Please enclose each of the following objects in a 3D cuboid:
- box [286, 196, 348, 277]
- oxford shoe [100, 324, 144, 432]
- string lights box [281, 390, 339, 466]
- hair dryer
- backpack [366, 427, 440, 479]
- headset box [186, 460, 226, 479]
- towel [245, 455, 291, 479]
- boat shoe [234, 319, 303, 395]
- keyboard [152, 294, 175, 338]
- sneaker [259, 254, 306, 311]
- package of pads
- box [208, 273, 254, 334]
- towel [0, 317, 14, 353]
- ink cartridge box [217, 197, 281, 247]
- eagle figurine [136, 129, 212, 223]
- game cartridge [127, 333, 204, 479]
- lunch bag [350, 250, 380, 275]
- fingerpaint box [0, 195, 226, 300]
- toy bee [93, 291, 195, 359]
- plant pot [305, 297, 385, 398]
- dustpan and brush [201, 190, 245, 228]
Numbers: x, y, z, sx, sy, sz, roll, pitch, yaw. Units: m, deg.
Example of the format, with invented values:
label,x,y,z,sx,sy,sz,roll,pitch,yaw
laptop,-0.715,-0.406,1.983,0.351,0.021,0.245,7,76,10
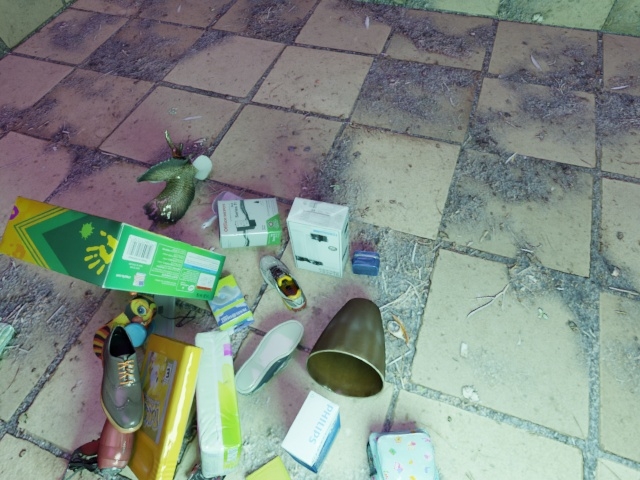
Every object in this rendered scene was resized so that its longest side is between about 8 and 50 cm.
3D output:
label,x,y,z,sx,sy,sz,roll,pitch,yaw
box,0.000,0.000,1.280,0.169,0.290,0.087,12,59,10
oxford shoe,-0.501,0.341,1.028,0.096,0.098,0.271,-5,49,-37
string lights box,-0.013,0.468,0.983,0.076,0.260,0.133,23,60,19
hair dryer,-0.559,0.515,1.028,0.223,0.080,0.294,20,75,38
backpack,0.202,0.558,0.980,0.165,0.144,0.189,-3,59,-4
headset box,-0.295,0.606,1.049,0.083,0.032,0.062,25,61,20
towel,-0.088,0.667,1.002,0.102,0.021,0.237,-26,57,-19
boat shoe,-0.142,0.341,1.188,0.095,0.079,0.254,31,66,20
keyboard,-0.511,0.225,1.335,0.072,0.014,0.256,-12,56,2
sneaker,-0.121,0.122,1.324,0.088,0.093,0.225,-35,60,-18
package of pads,-0.267,0.417,1.046,0.101,0.229,0.297,-3,48,-17
box,-0.295,0.206,1.312,0.109,0.042,0.178,-27,58,-13
towel,-1.169,0.383,1.232,0.374,0.090,0.321,0,56,5
ink cartridge box,-0.252,-0.062,1.432,0.208,0.087,0.153,-5,59,-15
eagle figurine,-0.556,-0.230,1.529,0.225,0.226,0.298,-37,34,22
game cartridge,-0.409,0.412,1.029,0.285,0.052,0.324,-7,67,50
lunch bag,0.147,0.072,1.353,0.098,0.067,0.065,6,56,10
fingerpaint box,-0.556,0.043,1.168,0.370,0.445,0.163,13,82,20
toy bee,-0.558,0.227,1.241,0.298,0.195,0.162,-27,99,-20
plant pot,0.094,0.282,1.154,0.215,0.215,0.230,12,43,12
dustpan and brush,-0.360,-0.106,1.514,0.147,0.060,0.211,26,62,20
